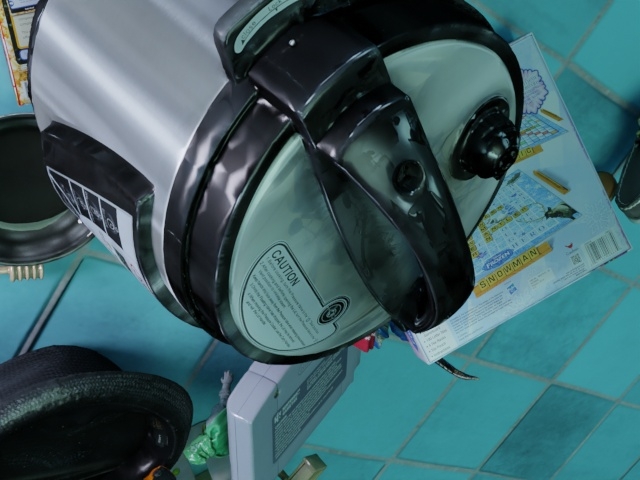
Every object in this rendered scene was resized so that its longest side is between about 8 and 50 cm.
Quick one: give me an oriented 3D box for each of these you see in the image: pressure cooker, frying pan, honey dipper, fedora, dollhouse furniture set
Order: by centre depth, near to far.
[{"bbox_3d":[-0.024,-0.100,0.779,0.369,0.420,0.376,-8,131,-46],"label":"pressure cooker"},{"bbox_3d":[-0.380,-0.025,0.941,0.326,0.053,0.197,-30,133,-3],"label":"frying pan"},{"bbox_3d":[-0.404,0.039,0.991,0.160,0.030,0.031,-6,127,-24],"label":"honey dipper"},{"bbox_3d":[-0.336,0.235,1.090,0.333,0.152,0.334,-22,138,-22],"label":"fedora"},{"bbox_3d":[-0.059,0.400,1.443,0.182,0.101,0.161,-51,156,13],"label":"dollhouse furniture set"}]

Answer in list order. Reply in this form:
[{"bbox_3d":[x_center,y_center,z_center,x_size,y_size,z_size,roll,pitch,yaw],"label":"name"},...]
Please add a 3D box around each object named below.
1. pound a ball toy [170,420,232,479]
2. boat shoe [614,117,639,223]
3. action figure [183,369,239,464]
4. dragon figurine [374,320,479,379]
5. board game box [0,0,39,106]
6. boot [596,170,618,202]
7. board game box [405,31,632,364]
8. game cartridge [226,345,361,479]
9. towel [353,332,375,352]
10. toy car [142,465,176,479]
[{"bbox_3d":[-0.132,0.392,1.214,0.135,0.319,0.208,-25,132,-10],"label":"pound a ball toy"},{"bbox_3d":[0.528,-0.181,1.276,0.096,0.116,0.325,24,102,-28],"label":"boat shoe"},{"bbox_3d":[-0.110,0.228,1.204,0.232,0.063,0.137,-45,143,-43],"label":"action figure"},{"bbox_3d":[0.101,0.094,1.197,0.085,0.289,0.144,-34,167,22],"label":"dragon figurine"},{"bbox_3d":[-0.250,-0.241,0.851,0.146,0.045,0.194,-15,131,-19],"label":"board game box"},{"bbox_3d":[0.362,-0.094,1.290,0.197,0.073,0.152,-29,127,-13],"label":"boot"},{"bbox_3d":[0.198,-0.055,1.115,0.318,0.066,0.318,-28,97,-8],"label":"board game box"},{"bbox_3d":[-0.031,0.201,1.212,0.297,0.062,0.198,-43,142,-44],"label":"game cartridge"},{"bbox_3d":[0.000,0.000,1.088,0.031,0.198,0.275,-36,142,-42],"label":"towel"},{"bbox_3d":[-0.246,0.309,1.099,0.122,0.060,0.040,30,151,-34],"label":"toy car"}]
